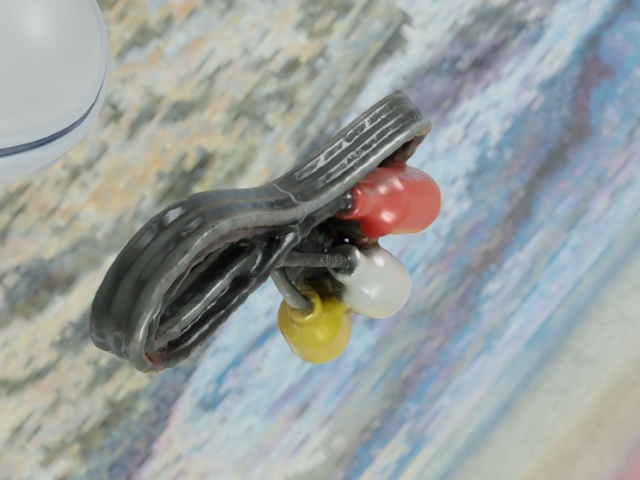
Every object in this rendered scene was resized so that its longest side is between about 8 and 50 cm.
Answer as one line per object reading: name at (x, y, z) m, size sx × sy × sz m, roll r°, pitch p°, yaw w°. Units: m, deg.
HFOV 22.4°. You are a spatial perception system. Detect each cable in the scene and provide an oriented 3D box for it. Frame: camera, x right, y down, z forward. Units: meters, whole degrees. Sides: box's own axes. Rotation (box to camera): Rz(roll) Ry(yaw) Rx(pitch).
cable at (0.000, 0.000, 0.698) m, size 0.139 × 0.072 × 0.287 m, roll -56°, pitch 171°, yaw 9°

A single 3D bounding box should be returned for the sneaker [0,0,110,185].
sneaker at (-0.146, -0.084, 0.331) m, size 0.091 × 0.258 × 0.094 m, roll -23°, pitch -128°, yaw 48°
